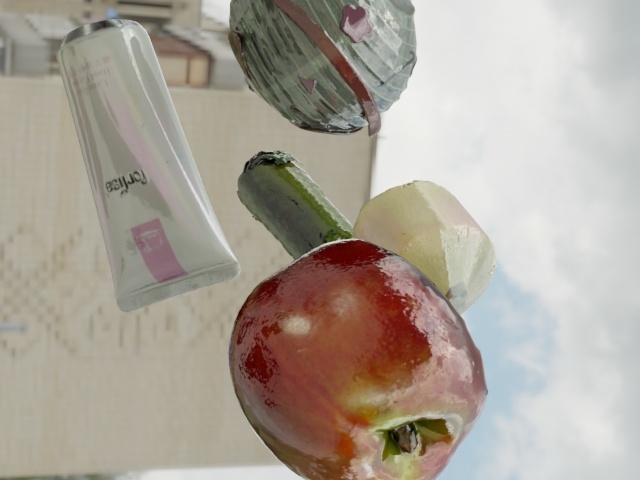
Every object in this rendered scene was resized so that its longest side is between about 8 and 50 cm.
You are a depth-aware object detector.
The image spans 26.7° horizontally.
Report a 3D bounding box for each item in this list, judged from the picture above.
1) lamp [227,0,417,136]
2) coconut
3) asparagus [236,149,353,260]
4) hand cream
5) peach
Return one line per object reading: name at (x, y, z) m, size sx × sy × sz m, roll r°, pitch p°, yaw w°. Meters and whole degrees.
lamp at (0.000, -0.254, 1.679) m, size 0.265 × 0.233 × 0.233 m, roll 49°, pitch -19°, yaw -10°
coconut at (0.120, 0.021, 1.524) m, size 0.152 × 0.147 × 0.147 m, roll 57°, pitch -38°, yaw 42°
asparagus at (0.000, 0.000, 2.181) m, size 0.382 × 0.108 × 0.128 m, roll 49°, pitch -62°, yaw 36°
hand cream at (-0.234, -0.099, 1.720) m, size 0.118 × 0.185 × 0.358 m, roll -13°, pitch 85°, yaw -70°
peach at (0.022, 0.121, 1.382) m, size 0.274 × 0.245 × 0.248 m, roll 50°, pitch -51°, yaw 47°
